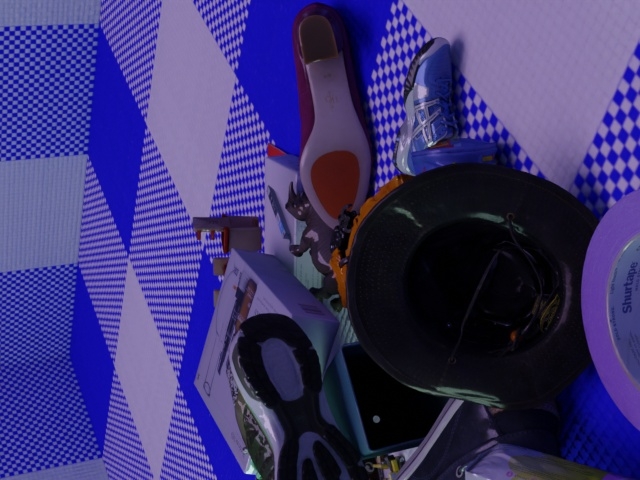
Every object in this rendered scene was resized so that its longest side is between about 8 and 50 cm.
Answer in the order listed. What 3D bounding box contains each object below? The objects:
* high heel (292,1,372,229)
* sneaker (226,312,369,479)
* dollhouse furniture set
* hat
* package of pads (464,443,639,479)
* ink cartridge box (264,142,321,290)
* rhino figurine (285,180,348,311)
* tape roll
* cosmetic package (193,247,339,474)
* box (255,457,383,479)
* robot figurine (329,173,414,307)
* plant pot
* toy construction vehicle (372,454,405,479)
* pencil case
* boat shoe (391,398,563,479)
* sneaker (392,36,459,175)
[{"bbox_3d":[0.023,-0.213,1.861,0.181,0.127,0.377,-81,-12,-72],"label":"high heel"},{"bbox_3d":[-0.049,0.324,1.659,0.182,0.158,0.410,-45,56,57],"label":"sneaker"},{"bbox_3d":[-0.190,0.082,2.219,0.262,0.135,0.259,-113,22,-69],"label":"dollhouse furniture set"},{"bbox_3d":[0.201,0.045,1.366,0.134,0.331,0.331,-59,-30,-74],"label":"hat"},{"bbox_3d":[0.304,0.372,1.240,0.296,0.101,0.229,10,109,35],"label":"package of pads"},{"bbox_3d":[-0.078,-0.021,2.125,0.261,0.066,0.296,31,124,58],"label":"ink cartridge box"},{"bbox_3d":[0.000,0.000,1.925,0.106,0.073,0.243,-42,66,46],"label":"rhino figurine"},{"bbox_3d":[0.390,0.075,1.122,0.275,0.090,0.275,173,90,-66],"label":"tape roll"},{"bbox_3d":[-0.107,0.204,1.926,0.377,0.097,0.285,-141,63,-65],"label":"cosmetic package"},{"bbox_3d":[-0.007,0.421,1.969,0.203,0.167,0.169,148,113,-63],"label":"box"},{"bbox_3d":[0.102,0.022,1.727,0.291,0.085,0.211,-49,53,57],"label":"robot figurine"},{"bbox_3d":[0.094,0.261,1.728,0.234,0.165,0.166,127,131,-63],"label":"plant pot"},{"bbox_3d":[0.113,0.398,1.864,0.086,0.035,0.098,161,100,-65],"label":"toy construction vehicle"},{"bbox_3d":[0.189,0.012,1.500,0.133,0.119,0.306,-146,52,-74],"label":"pencil case"},{"bbox_3d":[0.195,0.382,1.507,0.156,0.186,0.500,-105,28,-46],"label":"boat shoe"},{"bbox_3d":[0.166,-0.187,1.566,0.081,0.080,0.211,27,124,36],"label":"sneaker"}]
